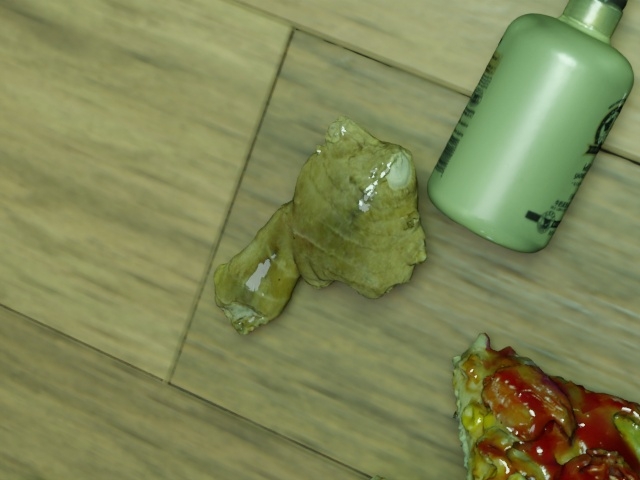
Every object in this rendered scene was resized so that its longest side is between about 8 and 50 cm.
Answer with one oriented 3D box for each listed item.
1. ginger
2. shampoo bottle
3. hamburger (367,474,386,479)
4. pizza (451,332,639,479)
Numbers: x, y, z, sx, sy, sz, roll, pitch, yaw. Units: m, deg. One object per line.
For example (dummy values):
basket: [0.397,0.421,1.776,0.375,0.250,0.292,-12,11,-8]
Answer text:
ginger: [0.007,0.006,0.838,0.096,0.067,0.165,44,119,7]
shampoo bottle: [0.127,-0.078,0.781,0.079,0.079,0.162,30,103,11]
hamburger: [0.059,0.308,0.804,0.290,0.170,0.314,-33,85,11]
pizza: [0.135,0.123,0.769,0.193,0.201,0.053,43,139,25]
